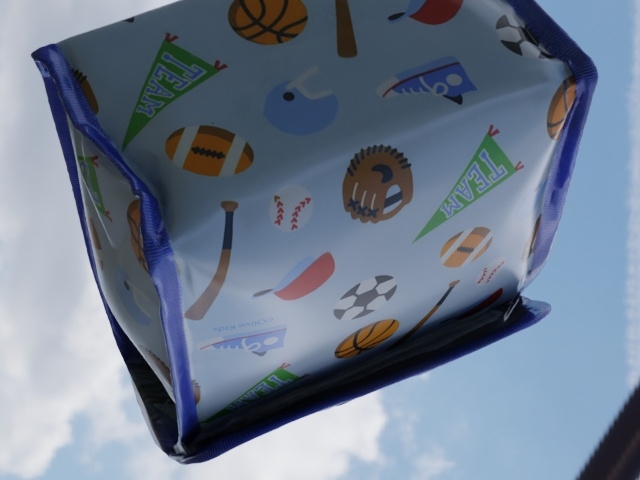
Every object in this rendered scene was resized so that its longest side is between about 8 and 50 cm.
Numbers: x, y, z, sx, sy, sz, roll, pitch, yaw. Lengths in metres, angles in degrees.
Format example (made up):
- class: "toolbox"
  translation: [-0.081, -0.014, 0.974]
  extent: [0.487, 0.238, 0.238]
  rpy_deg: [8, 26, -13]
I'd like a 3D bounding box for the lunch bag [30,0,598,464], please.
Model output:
- class: "lunch bag"
  translation: [0.000, 0.000, 0.935]
  extent: [0.239, 0.328, 0.385]
  rpy_deg: [59, -19, 30]
